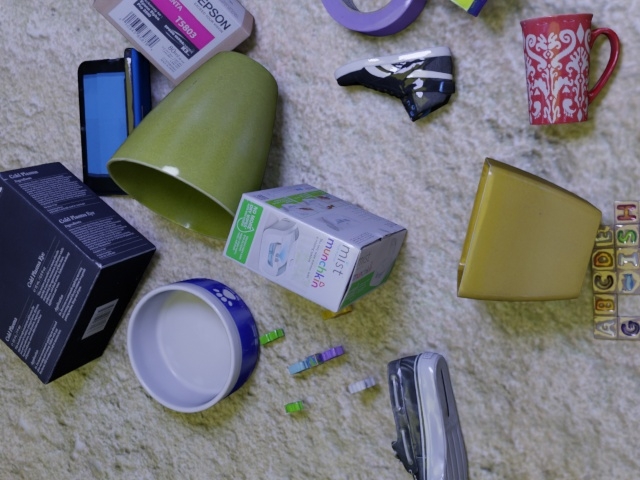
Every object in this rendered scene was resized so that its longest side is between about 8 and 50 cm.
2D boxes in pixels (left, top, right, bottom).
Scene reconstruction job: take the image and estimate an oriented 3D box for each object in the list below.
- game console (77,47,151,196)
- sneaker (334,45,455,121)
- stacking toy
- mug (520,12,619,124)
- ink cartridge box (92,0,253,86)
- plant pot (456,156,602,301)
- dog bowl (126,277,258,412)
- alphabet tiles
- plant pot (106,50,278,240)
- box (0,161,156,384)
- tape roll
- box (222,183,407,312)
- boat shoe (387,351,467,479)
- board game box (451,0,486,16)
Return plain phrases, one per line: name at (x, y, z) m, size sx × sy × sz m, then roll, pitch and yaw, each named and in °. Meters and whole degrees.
game console at (-0.436, -0.234, 1.561) m, size 0.173 × 0.250 × 0.293 m, roll -2°, pitch 97°, yaw -4°
sneaker at (0.132, -0.268, 1.359) m, size 0.217 × 0.079 × 0.121 m, roll -7°, pitch 93°, yaw 22°
stacking toy at (-0.008, 0.236, 1.500) m, size 0.221 × 0.052 × 0.167 m, roll -25°, pitch 78°, yaw 31°
mug at (0.402, -0.276, 1.231) m, size 0.150 × 0.113 × 0.169 m, roll 1°, pitch 100°, yaw 25°
ink cartridge box at (-0.275, -0.433, 1.440) m, size 0.193 × 0.088 × 0.234 m, roll -32°, pitch 123°, yaw 25°
plant pot at (0.340, -0.007, 1.249) m, size 0.187 × 0.212 × 0.212 m, roll 14°, pitch 102°, yaw 8°
dog bowl at (-0.264, 0.212, 1.570) m, size 0.265 × 0.104 × 0.265 m, roll 4°, pitch 99°, yaw 25°
alphabet tiles at (0.554, 0.050, 1.262) m, size 0.198 × 0.009 × 0.237 m, roll -2°, pitch 97°, yaw 23°
plant pot at (-0.199, -0.193, 1.402) m, size 0.275 × 0.275 × 0.293 m, roll 19°, pitch 71°, yaw 20°
box at (-0.573, 0.064, 1.627) m, size 0.312 × 0.179 × 0.343 m, roll 39°, pitch 117°, yaw 13°
tape roll at (0.096, -0.463, 1.350) m, size 0.189 × 0.080 × 0.189 m, roll 3°, pitch 97°, yaw 23°
box at (0.000, 0.000, 1.352) m, size 0.231 × 0.262 × 0.127 m, roll 25°, pitch 107°, yaw 17°
boat shoe at (0.193, 0.375, 1.412) m, size 0.119 × 0.121 × 0.335 m, roll -9°, pitch 82°, yaw 31°
board game box at (0.170, -0.553, 1.207) m, size 0.347 × 0.078 × 0.233 m, roll 38°, pitch 110°, yaw 13°
